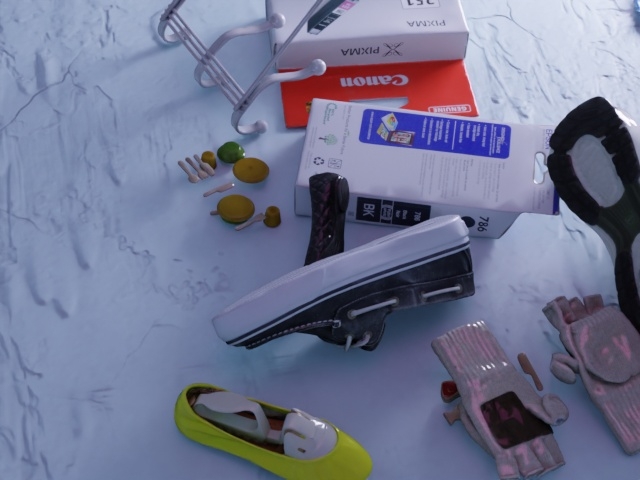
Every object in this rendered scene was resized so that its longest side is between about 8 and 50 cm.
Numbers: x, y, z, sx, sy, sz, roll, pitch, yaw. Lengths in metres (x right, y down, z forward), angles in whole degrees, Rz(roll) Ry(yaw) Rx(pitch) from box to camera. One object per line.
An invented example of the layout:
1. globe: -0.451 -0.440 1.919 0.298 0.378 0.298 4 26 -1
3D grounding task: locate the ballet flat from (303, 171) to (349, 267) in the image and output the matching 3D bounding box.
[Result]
1. ballet flat: 0.000 0.000 1.842 0.049 0.057 0.173 0 70 28

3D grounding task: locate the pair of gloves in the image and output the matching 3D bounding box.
1. pair of gloves: 0.269 0.160 1.713 0.240 0.042 0.204 -14 63 -16

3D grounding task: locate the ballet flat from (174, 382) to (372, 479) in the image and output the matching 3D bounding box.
1. ballet flat: -0.054 0.210 1.658 0.231 0.077 0.077 16 49 11

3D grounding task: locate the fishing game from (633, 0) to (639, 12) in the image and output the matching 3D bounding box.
1. fishing game: 0.548 -0.350 2.202 0.189 0.041 0.264 14 49 6

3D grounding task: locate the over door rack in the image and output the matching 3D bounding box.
1. over door rack: -0.068 -0.333 2.001 0.108 0.324 0.239 3 38 -45

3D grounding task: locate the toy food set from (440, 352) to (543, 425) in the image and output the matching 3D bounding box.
1. toy food set: 0.190 0.171 1.742 0.122 0.019 0.078 -14 51 -13

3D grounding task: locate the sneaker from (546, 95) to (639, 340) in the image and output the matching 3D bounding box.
1. sneaker: 0.440 0.006 1.823 0.182 0.158 0.410 2 56 -41

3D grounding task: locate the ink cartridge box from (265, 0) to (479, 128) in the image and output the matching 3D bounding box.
1. ink cartridge box: 0.070 -0.265 2.093 0.275 0.060 0.239 -4 48 -6

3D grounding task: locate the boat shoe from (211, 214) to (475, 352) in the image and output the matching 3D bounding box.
1. boat shoe: 0.042 0.072 1.749 0.335 0.121 0.119 -20 93 -19

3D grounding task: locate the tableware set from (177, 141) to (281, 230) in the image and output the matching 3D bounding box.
1. tableware set: -0.106 -0.068 1.937 0.104 0.024 0.154 -25 53 -26

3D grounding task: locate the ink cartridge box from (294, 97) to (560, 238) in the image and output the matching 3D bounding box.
1. ink cartridge box: 0.140 -0.090 1.939 0.333 0.065 0.165 7 49 5
